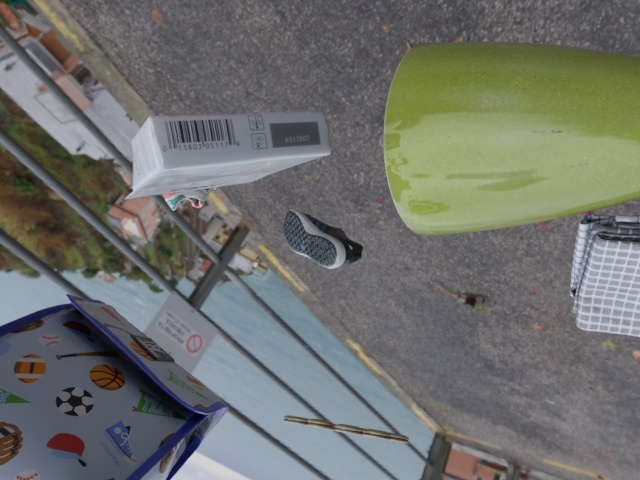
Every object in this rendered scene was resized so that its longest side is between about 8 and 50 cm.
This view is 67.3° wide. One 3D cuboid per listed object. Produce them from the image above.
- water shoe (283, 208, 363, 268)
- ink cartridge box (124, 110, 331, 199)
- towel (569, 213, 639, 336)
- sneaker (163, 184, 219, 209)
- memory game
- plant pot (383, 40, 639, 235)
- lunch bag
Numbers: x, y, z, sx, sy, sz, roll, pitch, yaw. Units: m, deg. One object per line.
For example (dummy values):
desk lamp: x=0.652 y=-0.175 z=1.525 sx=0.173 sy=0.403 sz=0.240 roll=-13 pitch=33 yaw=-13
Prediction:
water shoe: x=0.000 y=0.000 z=0.903 sx=0.080 sy=0.072 sz=0.203 roll=2 pitch=-157 yaw=-34
ink cartridge box: x=-0.127 y=-0.098 z=0.572 sx=0.232 sy=0.189 sz=0.066 roll=3 pitch=103 yaw=59
towel: x=0.605 y=0.070 z=0.854 sx=0.284 sy=0.121 sz=0.235 roll=5 pitch=134 yaw=22
sneaker: x=-0.223 y=-0.102 z=0.908 sx=0.057 sy=0.161 sz=0.075 roll=-6 pitch=101 yaw=50
memory game: x=0.037 y=0.273 z=0.699 sx=0.186 sy=0.012 sz=0.186 roll=9 pitch=159 yaw=3
plant pot: x=0.277 y=-0.132 z=0.618 sx=0.294 sy=0.274 sz=0.274 roll=6 pitch=146 yaw=37
lunch bag: x=-0.361 y=0.264 z=0.744 sx=0.328 sy=0.385 sz=0.239 roll=36 pitch=112 yaw=11
